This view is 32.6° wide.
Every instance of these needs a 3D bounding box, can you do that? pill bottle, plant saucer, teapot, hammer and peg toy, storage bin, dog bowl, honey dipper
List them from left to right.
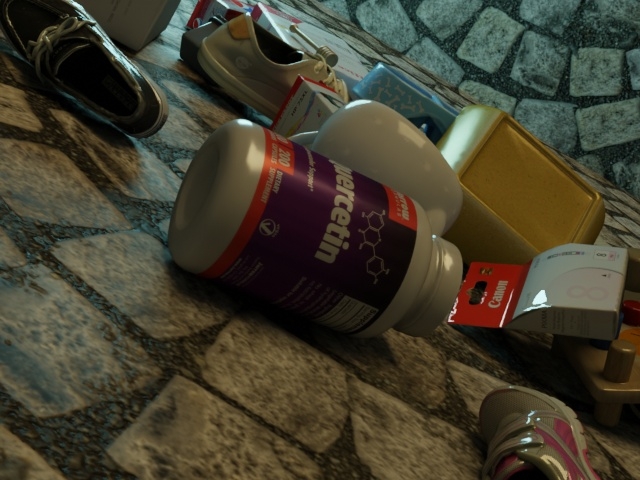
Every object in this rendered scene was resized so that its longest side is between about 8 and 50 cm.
[{"bbox_3d":[-0.195,-0.343,2.031,0.091,0.098,0.135,-26,55,-36],"label":"storage bin"},{"bbox_3d":[-0.019,-0.373,2.066,0.030,0.030,0.161,15,23,-42],"label":"honey dipper"},{"bbox_3d":[0.000,0.000,1.262,0.322,0.182,0.181,23,19,-23],"label":"pill bottle"},{"bbox_3d":[0.062,-0.066,1.563,0.252,0.187,0.256,48,-11,-9],"label":"teapot"},{"bbox_3d":[0.200,-0.227,2.019,0.297,0.074,0.166,32,14,-10],"label":"dog bowl"},{"bbox_3d":[0.334,-0.068,1.846,0.333,0.081,0.333,41,46,-2],"label":"plant saucer"},{"bbox_3d":[0.462,0.139,1.635,0.265,0.127,0.361,1,25,-10],"label":"hammer and peg toy"}]

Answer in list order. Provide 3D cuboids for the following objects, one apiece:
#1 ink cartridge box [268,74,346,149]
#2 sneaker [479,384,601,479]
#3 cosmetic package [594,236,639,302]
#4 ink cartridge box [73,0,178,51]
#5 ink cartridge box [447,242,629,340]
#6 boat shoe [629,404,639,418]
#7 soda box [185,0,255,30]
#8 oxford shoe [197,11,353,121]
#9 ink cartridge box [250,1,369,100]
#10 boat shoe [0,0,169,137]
[{"bbox_3d":[-0.013,-0.176,1.788,0.078,0.134,0.231,19,21,-33],"label":"ink cartridge box"},{"bbox_3d":[0.220,0.231,1.134,0.111,0.103,0.252,24,19,-28],"label":"sneaker"},{"bbox_3d":[0.529,0.087,2.008,0.309,0.113,0.160,38,19,23],"label":"cosmetic package"},{"bbox_3d":[-0.437,-0.521,1.964,0.394,0.166,0.285,28,19,-7],"label":"ink cartridge box"},{"bbox_3d":[0.314,0.064,1.565,0.232,0.066,0.189,9,30,16],"label":"ink cartridge box"},{"bbox_3d":[0.528,0.233,1.683,0.081,0.069,0.227,35,18,8],"label":"boat shoe"},{"bbox_3d":[-0.167,-0.461,2.368,0.083,0.092,0.263,39,19,25],"label":"soda box"},{"bbox_3d":[-0.012,-0.261,1.973,0.449,0.130,0.169,30,24,-29],"label":"oxford shoe"},{"bbox_3d":[-0.029,-0.342,2.210,0.226,0.131,0.306,21,23,-25],"label":"ink cartridge box"},{"bbox_3d":[-0.343,-0.252,1.491,0.306,0.113,0.105,46,6,13],"label":"boat shoe"}]
